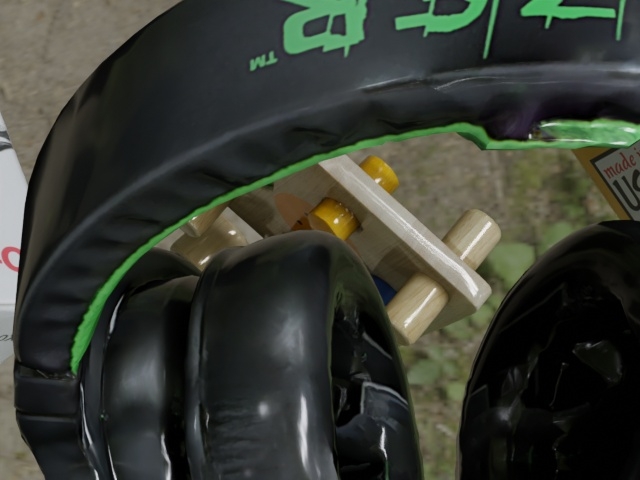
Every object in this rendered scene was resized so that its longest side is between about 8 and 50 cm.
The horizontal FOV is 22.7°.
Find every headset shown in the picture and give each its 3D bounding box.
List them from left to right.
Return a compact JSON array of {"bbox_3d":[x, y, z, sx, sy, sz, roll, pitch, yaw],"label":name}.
[{"bbox_3d":[0.043,0.086,0.460,0.243,0.394,0.185,0,56,-1],"label":"headset"}]

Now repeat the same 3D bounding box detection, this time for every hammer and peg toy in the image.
[{"bbox_3d":[0.000,0.000,1.388,0.266,0.361,0.127,42,72,-2],"label":"hammer and peg toy"}]

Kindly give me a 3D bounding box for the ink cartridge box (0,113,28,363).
[{"bbox_3d":[-0.412,-0.076,1.286,0.285,0.166,0.395,3,57,-49],"label":"ink cartridge box"}]

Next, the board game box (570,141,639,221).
[{"bbox_3d":[0.094,-0.156,0.469,0.064,0.242,0.316,-36,90,-24],"label":"board game box"}]
